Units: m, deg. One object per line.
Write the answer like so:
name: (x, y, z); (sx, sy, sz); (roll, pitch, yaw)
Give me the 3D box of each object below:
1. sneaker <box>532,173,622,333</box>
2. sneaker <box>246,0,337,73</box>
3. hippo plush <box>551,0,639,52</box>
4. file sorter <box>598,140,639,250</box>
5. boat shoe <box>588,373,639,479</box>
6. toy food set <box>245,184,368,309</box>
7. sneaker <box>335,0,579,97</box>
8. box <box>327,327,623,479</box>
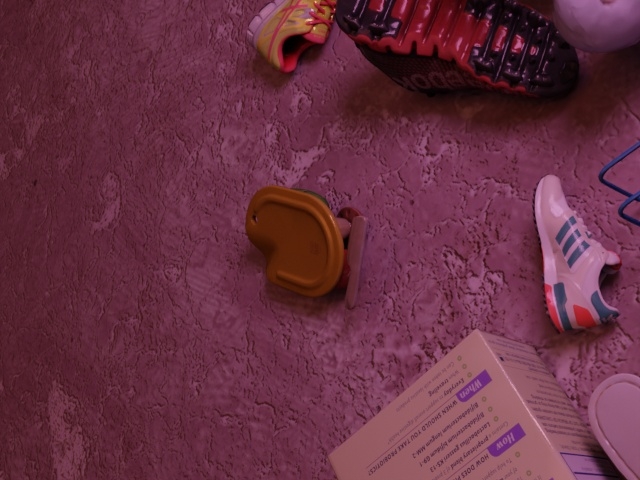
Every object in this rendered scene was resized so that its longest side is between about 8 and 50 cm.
sneaker: (0.254, 0.009, 0.882); (0.075, 0.057, 0.161); (-9, 69, 22)
sneaker: (-0.006, -0.305, 1.190); (0.208, 0.081, 0.094); (-46, 58, 29)
hippo plush: (0.283, -0.286, 0.877); (0.294, 0.234, 0.237); (-22, 76, -12)
file sorter: (0.332, -0.010, 0.769); (0.104, 0.118, 0.170); (-39, 55, 30)
boat shoe: (0.313, 0.224, 0.740); (0.095, 0.079, 0.255); (-49, 48, 22)
toy food set: (0.000, 0.000, 1.099); (0.217, 0.071, 0.128); (19, 114, 45)
sneaker: (0.154, -0.213, 1.004); (0.276, 0.135, 0.098); (21, 78, 20)
box: (0.158, 0.247, 0.843); (0.213, 0.117, 0.243); (-45, 51, 22)
